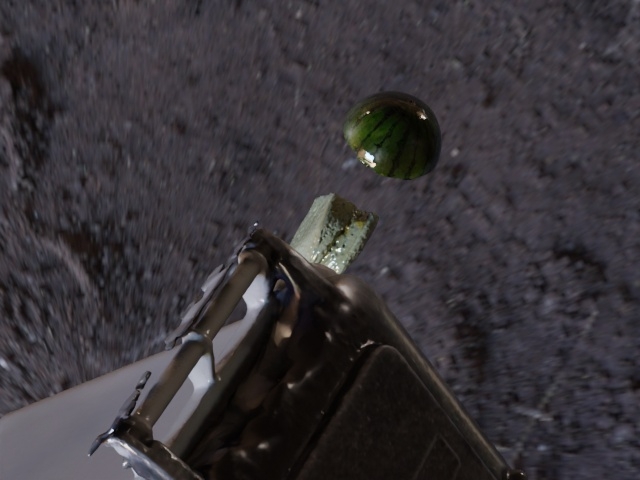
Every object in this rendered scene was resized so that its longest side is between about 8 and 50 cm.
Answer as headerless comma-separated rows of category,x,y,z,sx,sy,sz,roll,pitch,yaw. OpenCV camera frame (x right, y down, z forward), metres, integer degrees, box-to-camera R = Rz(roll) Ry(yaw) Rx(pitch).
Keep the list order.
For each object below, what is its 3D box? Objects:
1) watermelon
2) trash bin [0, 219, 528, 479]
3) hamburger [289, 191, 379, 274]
watermelon,0.078,-0.115,1.789,0.106,0.062,0.105,13,41,-12
trash bin,-0.093,0.179,1.101,0.296,0.368,0.255,51,48,-23
hamburger,0.003,0.002,1.670,0.054,0.121,0.084,28,85,-16
